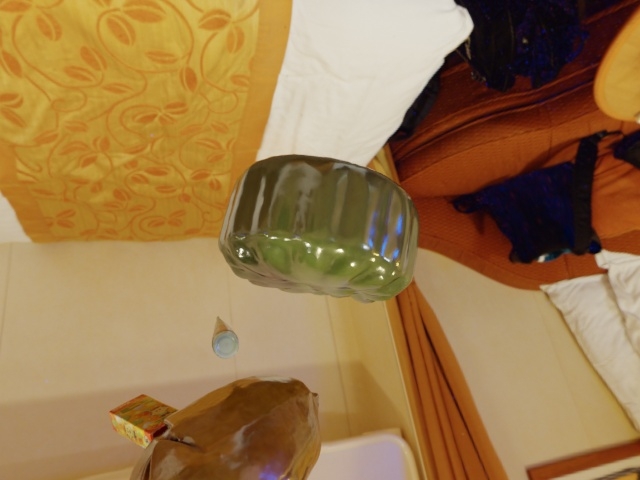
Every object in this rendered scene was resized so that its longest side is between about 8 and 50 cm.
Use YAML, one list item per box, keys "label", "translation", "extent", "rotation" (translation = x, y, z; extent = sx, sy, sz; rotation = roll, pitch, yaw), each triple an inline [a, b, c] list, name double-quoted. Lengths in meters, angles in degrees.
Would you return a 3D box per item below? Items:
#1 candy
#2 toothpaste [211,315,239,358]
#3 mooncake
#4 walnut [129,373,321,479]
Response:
- label: "candy"
  translation: [-0.269, 0.283, 0.677]
  extent: [0.122, 0.037, 0.062]
  rotation: [2, -167, 36]
- label: "toothpaste"
  translation: [-0.147, 0.147, 0.660]
  extent: [0.036, 0.056, 0.205]
  rotation: [-14, 177, -15]
- label: "mooncake"
  translation: [0.000, 0.000, 0.776]
  extent: [0.352, 0.187, 0.351]
  rotation: [12, 160, 4]
- label: "walnut"
  translation: [-0.108, 0.299, 0.605]
  extent: [0.209, 0.208, 0.337]
  rotation: [-30, 174, 38]
